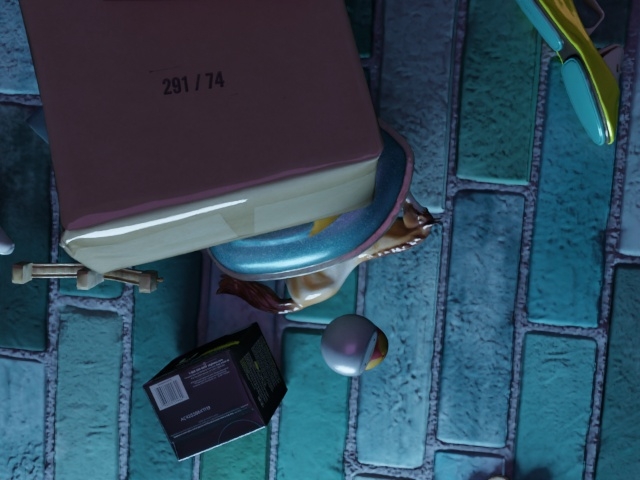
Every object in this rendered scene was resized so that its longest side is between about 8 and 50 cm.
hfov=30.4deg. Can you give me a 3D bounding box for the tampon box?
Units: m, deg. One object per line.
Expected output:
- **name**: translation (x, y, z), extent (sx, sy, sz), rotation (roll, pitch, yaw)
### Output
- **tampon box**: translation (-0.124, 0.180, 1.436), extent (0.120, 0.161, 0.101), rotation (-24, 94, 10)

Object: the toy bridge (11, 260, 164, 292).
- **toy bridge**: translation (-0.289, 0.044, 1.490), extent (0.188, 0.063, 0.026), rotation (4, 99, 9)

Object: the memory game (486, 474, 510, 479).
- **memory game**: translation (0.232, 0.387, 1.491), extent (0.186, 0.012, 0.186), rotation (1, 99, 8)

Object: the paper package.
- **paper package**: translation (-0.124, -0.157, 1.221), extent (0.325, 0.168, 0.309), rotation (-14, 76, -3)

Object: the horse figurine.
- **horse figurine**: translation (-0.002, 0.003, 1.443), extent (0.263, 0.066, 0.174), rotation (-44, 84, 9)

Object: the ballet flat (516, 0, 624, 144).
- **ballet flat**: translation (0.303, -0.225, 1.363), extent (0.077, 0.077, 0.231), rotation (-29, 91, -5)

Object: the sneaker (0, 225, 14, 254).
- **sneaker**: translation (-0.445, -0.043, 1.506), extent (0.152, 0.054, 0.061), rotation (43, 99, 1)

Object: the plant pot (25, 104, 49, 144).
- **plant pot**: translation (-0.190, -0.165, 1.399), extent (0.166, 0.165, 0.234), rotation (44, 94, 0)

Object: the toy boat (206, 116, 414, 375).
- **toy boat**: translation (0.000, 0.000, 1.332), extent (0.267, 0.148, 0.318), rotation (-23, 80, 10)
